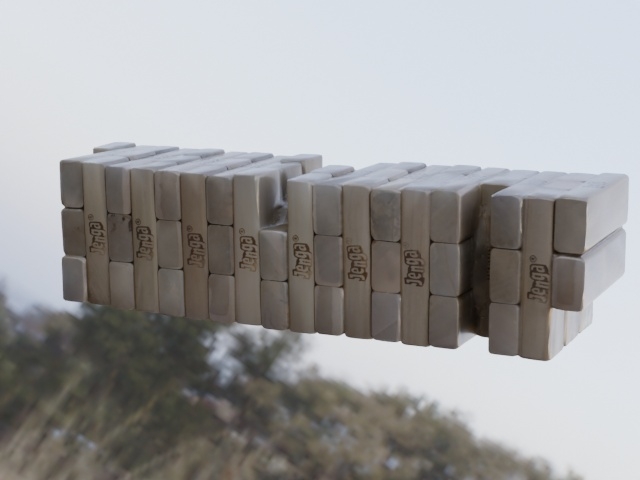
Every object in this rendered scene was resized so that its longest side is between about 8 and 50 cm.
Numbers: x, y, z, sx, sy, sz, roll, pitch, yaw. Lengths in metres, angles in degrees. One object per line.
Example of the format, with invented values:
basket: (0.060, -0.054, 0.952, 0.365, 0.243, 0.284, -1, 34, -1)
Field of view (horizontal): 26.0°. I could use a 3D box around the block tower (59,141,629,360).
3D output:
block tower: (0.000, 0.000, 0.807, 0.336, 0.090, 0.097, 5, 12, 26)
